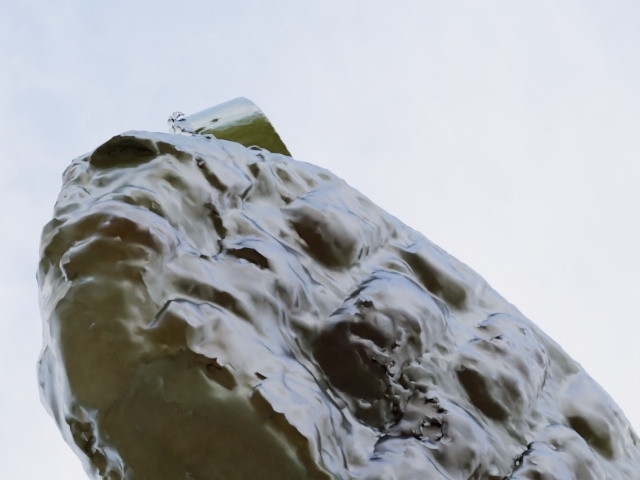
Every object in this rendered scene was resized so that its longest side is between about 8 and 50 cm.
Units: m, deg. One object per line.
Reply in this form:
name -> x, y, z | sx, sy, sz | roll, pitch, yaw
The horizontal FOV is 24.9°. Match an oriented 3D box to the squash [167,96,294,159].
squash -> -0.013, -0.005, 0.949 | 0.133, 0.220, 0.220 | -30, -83, -8

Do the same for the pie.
pie -> 0.023, 0.066, 0.541 | 0.306, 0.306, 0.071 | 33, -65, -12
